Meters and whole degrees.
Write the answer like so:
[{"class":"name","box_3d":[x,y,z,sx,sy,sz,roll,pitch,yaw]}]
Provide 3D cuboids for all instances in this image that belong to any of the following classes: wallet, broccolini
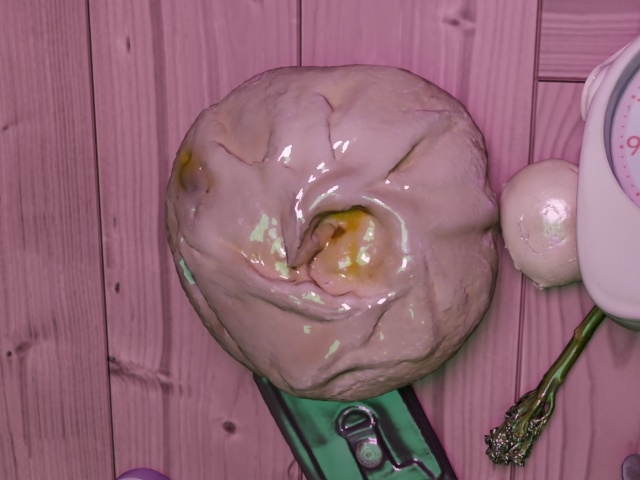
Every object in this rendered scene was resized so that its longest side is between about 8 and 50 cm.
[{"class":"wallet","box_3d":[0.040,0.220,1.132,0.168,0.052,0.245,-27,93,18]},{"class":"broccolini","box_3d":[0.252,0.144,1.048,0.051,0.054,0.239,21,111,-27]}]

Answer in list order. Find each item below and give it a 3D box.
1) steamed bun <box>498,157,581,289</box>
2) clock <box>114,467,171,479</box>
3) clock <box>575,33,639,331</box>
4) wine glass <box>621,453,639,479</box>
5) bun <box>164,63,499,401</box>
[{"class":"steamed bun","box_3d":[0.237,-0.016,0.983,0.112,0.091,0.130,-18,98,19]},{"class":"clock","box_3d":[-0.197,0.388,1.236,0.198,0.064,0.172,23,109,11]},{"class":"clock","box_3d":[0.364,-0.082,0.868,0.265,0.108,0.324,-4,73,26]},{"class":"wine glass","box_3d":[0.378,0.171,0.881,0.309,0.264,0.096,-44,58,33]},{"class":"bun","box_3d":[0.000,0.000,0.987,0.365,0.219,0.365,3,101,19]}]
